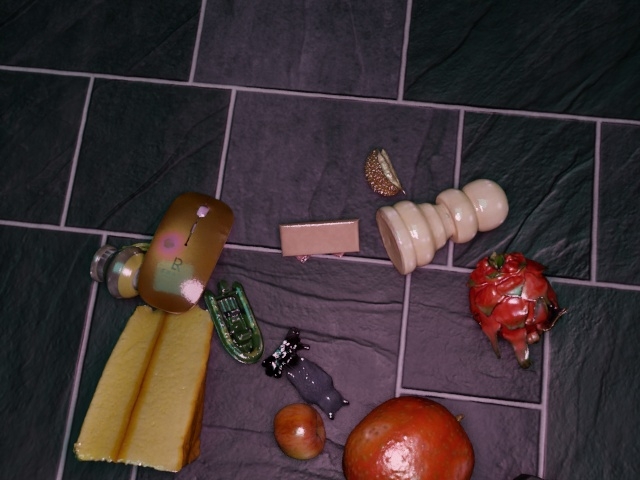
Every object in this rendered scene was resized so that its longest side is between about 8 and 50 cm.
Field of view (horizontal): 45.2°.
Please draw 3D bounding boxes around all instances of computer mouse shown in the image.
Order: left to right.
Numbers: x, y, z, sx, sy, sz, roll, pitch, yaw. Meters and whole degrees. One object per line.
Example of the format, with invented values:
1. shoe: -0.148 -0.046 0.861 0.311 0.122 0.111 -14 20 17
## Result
1. computer mouse: -0.315 0.021 1.809 0.158 0.072 0.310 21 65 -1

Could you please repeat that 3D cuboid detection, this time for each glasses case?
1. glasses case: 0.000 0.000 1.841 0.193 0.070 0.103 -4 104 0

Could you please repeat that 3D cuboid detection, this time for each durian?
1. durian: 0.151 -0.151 1.860 0.071 0.110 0.140 -36 87 29

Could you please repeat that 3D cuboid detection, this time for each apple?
1. apple: -0.047 0.423 1.701 0.102 0.126 0.126 -16 75 16

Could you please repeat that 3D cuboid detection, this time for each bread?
1. bread: -0.373 0.303 1.692 0.233 0.245 0.362 6 79 3

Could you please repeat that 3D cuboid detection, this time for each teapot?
1. teapot: -0.460 0.060 1.824 0.119 0.130 0.166 19 44 23

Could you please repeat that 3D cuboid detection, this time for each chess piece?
1. chess piece: 0.296 -0.047 1.789 0.299 0.167 0.167 -21 76 -7

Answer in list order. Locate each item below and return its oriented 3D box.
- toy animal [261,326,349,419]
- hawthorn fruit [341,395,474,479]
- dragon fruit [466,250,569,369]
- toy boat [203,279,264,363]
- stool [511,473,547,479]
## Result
1. toy animal: -0.021 0.304 1.734 0.210 0.117 0.121 39 74 13
2. hawthorn fruit: 0.194 0.454 1.612 0.299 0.275 0.275 -36 77 -20
3. dragon fruit: 0.432 0.144 1.715 0.192 0.193 0.274 -23 100 1
4. toy boat: -0.196 0.192 1.796 0.104 0.052 0.210 -14 73 -33
5. stool: 0.455 0.612 1.618 0.232 0.141 0.232 -1 76 2
